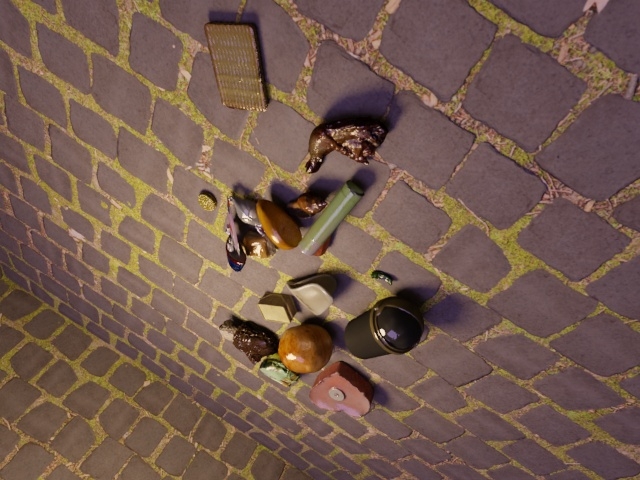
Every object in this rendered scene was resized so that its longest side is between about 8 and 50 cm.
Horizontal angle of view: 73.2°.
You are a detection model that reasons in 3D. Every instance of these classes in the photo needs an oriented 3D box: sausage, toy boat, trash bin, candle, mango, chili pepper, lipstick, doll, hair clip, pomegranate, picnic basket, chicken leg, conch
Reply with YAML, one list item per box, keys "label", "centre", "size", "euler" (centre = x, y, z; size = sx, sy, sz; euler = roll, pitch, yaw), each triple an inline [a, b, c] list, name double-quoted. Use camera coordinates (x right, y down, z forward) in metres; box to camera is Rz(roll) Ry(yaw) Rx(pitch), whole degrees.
- label: "sausage"
  centre: [0.001, 0.000, 1.585]
  size: [0.065, 0.065, 0.169]
  euler: [24, 136, 9]
- label: "toy boat"
  centre: [-0.335, -0.007, 1.701]
  size: [0.318, 0.071, 0.219]
  euler: [106, 147, -50]
- label: "trash bin"
  centre: [0.247, 0.336, 1.638]
  size: [0.214, 0.214, 0.334]
  euler: [42, 140, -10]
- label: "candle"
  centre: [0.099, 0.722, 2.139]
  size: [0.316, 0.131, 0.287]
  euler: [-1, 121, 19]
- label: "mango"
  centre: [-0.162, -0.058, 1.572]
  size: [0.102, 0.141, 0.217]
  euler: [-24, 111, 36]
- label: "chili pepper"
  centre: [0.228, 0.137, 1.605]
  size: [0.091, 0.034, 0.030]
  euler: [19, 169, 13]
- label: "lipstick"
  centre: [0.033, -0.072, 1.441]
  size: [0.076, 0.076, 0.304]
  euler: [37, 122, -4]
- label: "doll"
  centre: [-0.256, -0.097, 1.645]
  size: [0.227, 0.075, 0.102]
  euler: [39, 116, -22]
- label: "hair clip"
  centre: [-0.032, 0.224, 1.771]
  size: [0.172, 0.113, 0.282]
  euler: [46, 136, -13]
- label: "pomegranate"
  centre: [-0.067, 0.480, 1.943]
  size: [0.248, 0.248, 0.248]
  euler: [16, 135, 17]
- label: "picnic basket"
  centre: [-0.196, 0.307, 1.967]
  size: [0.164, 0.079, 0.115]
  euler: [4, 128, 27]
- label: "chicken leg"
  centre: [0.059, -0.286, 1.290]
  size: [0.322, 0.083, 0.177]
  euler: [-5, 140, 30]
- label: "conch"
  centre: [-0.046, -0.123, 1.501]
  size: [0.086, 0.080, 0.232]
  euler: [57, 158, -7]

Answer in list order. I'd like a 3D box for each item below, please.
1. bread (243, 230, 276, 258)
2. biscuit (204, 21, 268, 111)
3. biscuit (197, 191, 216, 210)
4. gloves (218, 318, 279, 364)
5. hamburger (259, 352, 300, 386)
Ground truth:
- label: "bread"
  centre: [-0.253, 0.021, 1.740]
  size: [0.125, 0.082, 0.106]
  euler: [10, 139, 27]
- label: "biscuit"
  centre: [-0.246, -0.516, 1.293]
  size: [0.172, 0.029, 0.255]
  euler: [13, 133, 20]
- label: "biscuit"
  centre: [-0.459, -0.158, 1.745]
  size: [0.084, 0.023, 0.084]
  euler: [18, 136, 18]
- label: "gloves"
  centre: [-0.366, 0.520, 2.220]
  size: [0.312, 0.135, 0.210]
  euler: [13, 127, 17]
- label: "hamburger"
  centre: [-0.206, 0.672, 2.273]
  size: [0.214, 0.125, 0.235]
  euler: [13, 137, 13]
